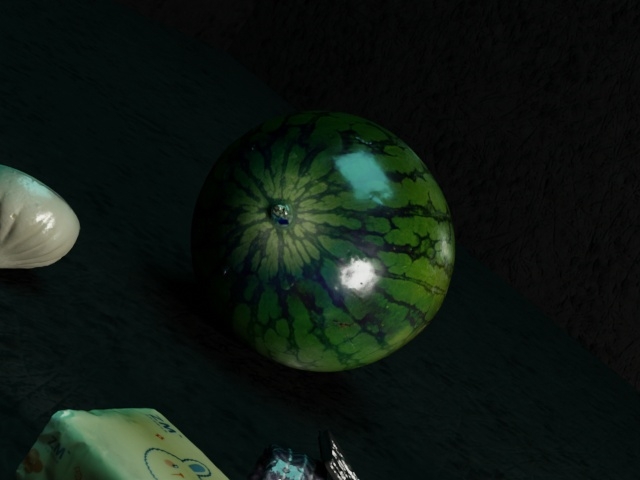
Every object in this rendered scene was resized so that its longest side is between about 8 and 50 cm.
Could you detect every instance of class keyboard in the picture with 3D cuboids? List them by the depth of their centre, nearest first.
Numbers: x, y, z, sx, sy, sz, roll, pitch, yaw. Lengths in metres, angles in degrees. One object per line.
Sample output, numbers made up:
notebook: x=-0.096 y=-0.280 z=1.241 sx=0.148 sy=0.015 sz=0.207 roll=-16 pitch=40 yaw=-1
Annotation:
keyboard: x=0.066 y=0.290 z=1.435 sx=0.250 sy=0.017 sz=0.087 roll=58 pitch=6 yaw=-16

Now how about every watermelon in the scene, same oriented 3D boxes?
watermelon: x=0.000 y=0.000 z=1.919 sx=0.363 sy=0.363 sz=0.363 roll=32 pitch=12 yaw=-8

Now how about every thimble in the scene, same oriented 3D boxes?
thimble: x=-0.038 y=0.236 z=1.423 sx=0.066 sy=0.095 sz=0.104 roll=30 pitch=26 yaw=-5

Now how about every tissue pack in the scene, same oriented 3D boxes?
tissue pack: x=-0.131 y=0.223 z=1.234 sx=0.196 sy=0.092 sz=0.148 roll=39 pitch=13 yaw=26

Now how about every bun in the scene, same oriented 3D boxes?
bun: x=-0.337 y=-0.013 z=1.644 sx=0.138 sy=0.094 sz=0.138 roll=23 pitch=-26 yaw=12
